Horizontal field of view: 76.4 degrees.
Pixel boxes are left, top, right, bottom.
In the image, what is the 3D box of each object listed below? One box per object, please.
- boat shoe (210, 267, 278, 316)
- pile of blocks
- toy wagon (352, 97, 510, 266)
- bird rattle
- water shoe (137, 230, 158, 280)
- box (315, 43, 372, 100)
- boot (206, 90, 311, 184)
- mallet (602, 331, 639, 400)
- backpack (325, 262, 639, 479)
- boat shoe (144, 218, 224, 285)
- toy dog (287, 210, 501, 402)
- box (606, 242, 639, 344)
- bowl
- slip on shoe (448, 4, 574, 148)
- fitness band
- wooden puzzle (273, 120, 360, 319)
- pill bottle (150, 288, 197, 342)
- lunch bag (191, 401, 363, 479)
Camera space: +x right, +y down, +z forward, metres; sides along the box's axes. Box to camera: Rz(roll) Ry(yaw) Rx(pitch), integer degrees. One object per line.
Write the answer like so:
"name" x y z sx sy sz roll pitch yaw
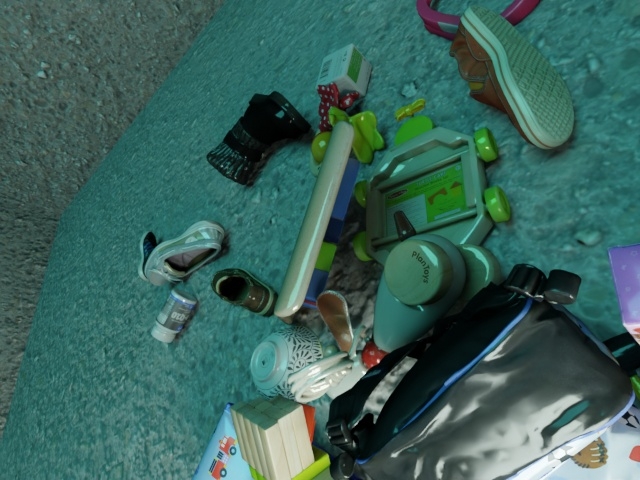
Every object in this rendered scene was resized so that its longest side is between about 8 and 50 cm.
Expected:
"boat shoe" -0.210 0.108 0.989 0.257 0.095 0.095 8 73 47
"pile of blocks" 0.003 0.371 0.552 0.149 0.113 0.362 -43 70 51
"toy wagon" 0.185 -0.106 0.737 0.267 0.068 0.344 -19 55 37
"bird rattle" 0.021 -0.249 0.947 0.207 0.143 0.253 -62 35 24
"water shoe" -0.590 0.049 1.443 0.080 0.073 0.203 -18 57 11
"box" 0.059 -0.412 1.024 0.102 0.087 0.101 -4 65 43
"boot" -0.182 -0.275 1.150 0.260 0.131 0.348 -52 30 -1
"mallet" 0.349 0.194 0.425 0.062 0.039 0.189 -31 52 28
"backpack" 0.185 0.161 0.435 0.276 0.263 0.213 -45 81 19
"boat shoe" -0.412 0.056 1.212 0.320 0.118 0.103 -30 45 22
"toy dog" 0.088 0.088 0.606 0.334 0.220 0.161 -39 53 12
"box" 0.357 0.056 0.294 0.201 0.293 0.057 -16 60 40
"bowl" -0.084 0.243 0.797 0.170 0.080 0.170 -23 54 35
"slip on shoe" 0.310 -0.268 0.687 0.101 0.123 0.331 116 147 -50
"fitness band" 0.328 -0.521 0.848 0.209 0.054 0.291 -47 43 11
"wooden puzzle" 0.000 0.000 0.759 0.348 0.081 0.322 115 172 -76
"pill bottle" -0.416 0.213 1.150 0.078 0.078 0.137 29 90 49
"lunch bag" -0.064 0.433 0.644 0.293 0.138 0.221 18 79 36
